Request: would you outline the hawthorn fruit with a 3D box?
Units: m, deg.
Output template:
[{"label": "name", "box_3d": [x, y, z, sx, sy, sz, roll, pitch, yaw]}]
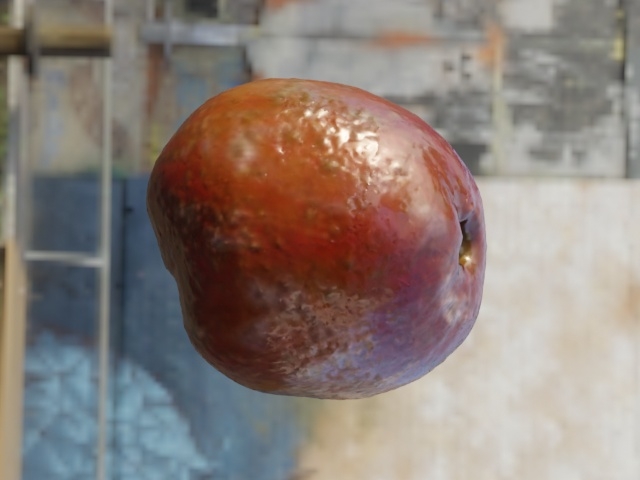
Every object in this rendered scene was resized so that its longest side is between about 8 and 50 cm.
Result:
[{"label": "hawthorn fruit", "box_3d": [0.000, 0.000, 1.570, 0.284, 0.284, 0.284, -179, -90, -87]}]
